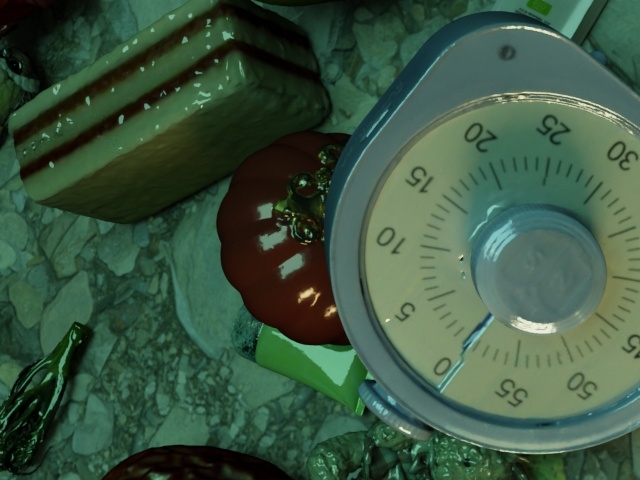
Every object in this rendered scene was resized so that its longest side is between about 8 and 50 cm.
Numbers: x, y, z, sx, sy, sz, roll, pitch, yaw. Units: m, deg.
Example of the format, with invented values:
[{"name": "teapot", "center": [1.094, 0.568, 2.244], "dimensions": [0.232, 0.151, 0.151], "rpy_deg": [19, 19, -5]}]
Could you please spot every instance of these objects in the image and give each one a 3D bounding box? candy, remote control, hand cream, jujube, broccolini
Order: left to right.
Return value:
[{"name": "broccolini", "center": [-0.334, 0.190, 1.716], "dimensions": [0.091, 0.068, 0.202], "rpy_deg": [38, 83, 18]}, {"name": "candy", "center": [-0.170, -0.139, 1.609], "dimensions": [0.321, 0.179, 0.135], "rpy_deg": [-28, 66, 21]}, {"name": "jujube", "center": [-0.132, 0.297, 1.490], "dimensions": [0.243, 0.183, 0.183], "rpy_deg": [-6, 76, 28]}, {"name": "hand cream", "center": [-0.015, 0.115, 1.546], "dimensions": [0.175, 0.046, 0.095], "rpy_deg": [18, 88, 25]}, {"name": "remote control", "center": [0.203, -0.188, 1.493], "dimensions": [0.103, 0.034, 0.250], "rpy_deg": [33, 96, 31]}]

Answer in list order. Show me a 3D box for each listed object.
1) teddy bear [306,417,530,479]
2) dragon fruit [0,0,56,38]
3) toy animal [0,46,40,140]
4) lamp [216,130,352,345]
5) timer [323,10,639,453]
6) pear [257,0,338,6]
[{"name": "teddy bear", "center": [0.101, 0.221, 1.431], "dimensions": [0.213, 0.133, 0.111], "rpy_deg": [-13, 28, 7]}, {"name": "dragon fruit", "center": [-0.410, -0.333, 1.757], "dimensions": [0.234, 0.234, 0.293], "rpy_deg": [-5, 59, 29]}, {"name": "toy animal", "center": [-0.396, -0.182, 1.814], "dimensions": [0.098, 0.137, 0.098], "rpy_deg": [-5, 41, 4]}, {"name": "lamp", "center": [0.000, 0.000, 1.466], "dimensions": [0.227, 0.227, 0.226], "rpy_deg": [-7, 76, 28]}, {"name": "timer", "center": [0.176, 0.021, 1.282], "dimensions": [0.395, 0.173, 0.394], "rpy_deg": [-1, 104, -3]}, {"name": "pear", "center": [-0.031, -0.380, 1.511], "dimensions": [0.294, 0.294, 0.294], "rpy_deg": [-7, 76, 28]}]
